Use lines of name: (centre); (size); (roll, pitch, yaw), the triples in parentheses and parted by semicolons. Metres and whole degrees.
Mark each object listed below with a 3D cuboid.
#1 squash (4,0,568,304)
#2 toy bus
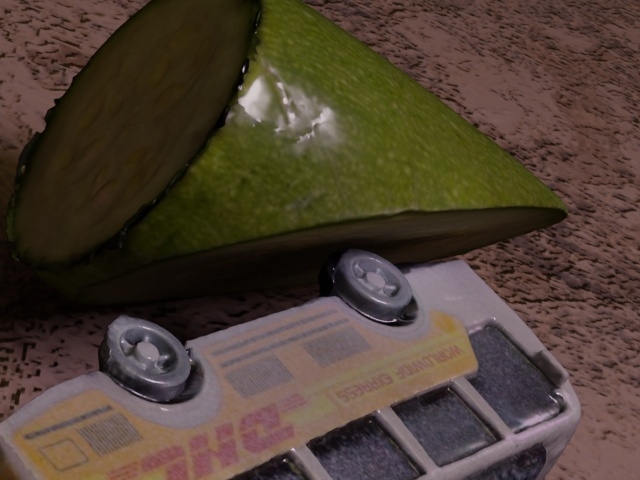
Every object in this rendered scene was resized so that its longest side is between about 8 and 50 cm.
squash: (0.000, 0.000, 0.956); (0.260, 0.189, 0.189); (37, 21, -32)
toy bus: (-0.016, 0.094, 0.851); (0.138, 0.097, 0.342); (45, 32, 22)
